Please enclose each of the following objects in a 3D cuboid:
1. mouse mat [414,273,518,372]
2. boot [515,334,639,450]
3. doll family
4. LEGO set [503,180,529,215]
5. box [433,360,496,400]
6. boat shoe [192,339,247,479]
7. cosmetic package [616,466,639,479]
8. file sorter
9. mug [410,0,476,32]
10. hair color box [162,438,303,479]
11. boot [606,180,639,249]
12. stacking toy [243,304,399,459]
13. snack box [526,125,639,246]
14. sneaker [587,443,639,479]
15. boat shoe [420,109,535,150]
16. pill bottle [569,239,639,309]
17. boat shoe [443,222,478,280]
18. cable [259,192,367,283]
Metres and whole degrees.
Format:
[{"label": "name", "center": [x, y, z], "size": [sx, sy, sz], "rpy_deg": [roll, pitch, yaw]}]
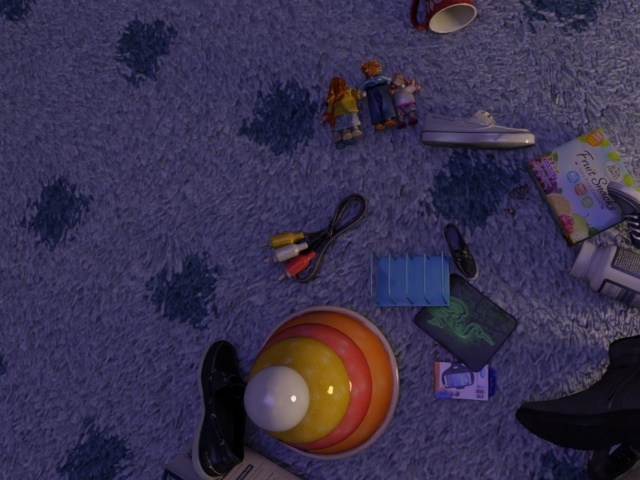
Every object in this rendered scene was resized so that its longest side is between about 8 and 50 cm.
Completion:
[{"label": "mouse mat", "center": [0.326, 0.184, 1.490], "size": [0.189, 0.007, 0.153], "rpy_deg": [39, 88, 23]}, {"label": "boot", "center": [0.583, 0.307, 1.355], "size": [0.338, 0.118, 0.223], "rpy_deg": [-10, 41, 44]}, {"label": "doll family", "center": [0.108, -0.340, 1.582], "size": [0.262, 0.118, 0.163], "rpy_deg": [-16, 78, 13]}, {"label": "LEGO set", "center": [0.449, -0.099, 1.503], "size": [0.054, 0.023, 0.083], "rpy_deg": [9, 84, 16]}, {"label": "box", "center": [0.322, 0.314, 1.475], "size": [0.136, 0.028, 0.081], "rpy_deg": [-1, 81, 17]}, {"label": "boat shoe", "center": [-0.211, 0.365, 1.505], "size": [0.113, 0.127, 0.340], "rpy_deg": [-26, 38, 25]}, {"label": "cosmetic package", "center": [0.673, 0.581, 1.076], "size": [0.393, 0.327, 0.330], "rpy_deg": [-20, 82, 58]}, {"label": "file sorter", "center": [0.202, 0.084, 1.494], "size": [0.170, 0.104, 0.118], "rpy_deg": [-2, 75, 15]}, {"label": "mug", "center": [0.279, -0.597, 1.581], "size": [0.150, 0.113, 0.169], "rpy_deg": [-14, 75, 11]}, {"label": "hair color box", "center": [-0.168, 0.578, 1.485], "size": [0.347, 0.174, 0.105], "rpy_deg": [26, 119, 17]}, {"label": "boot", "center": [0.651, -0.038, 1.349], "size": [0.190, 0.069, 0.086], "rpy_deg": [33, 94, -2]}, {"label": "stacking toy", "center": [-0.044, 0.297, 1.342], "size": [0.350, 0.480, 0.351], "rpy_deg": [-3, 81, 16]}, {"label": "snack box", "center": [0.579, -0.117, 1.445], "size": [0.174, 0.070, 0.207], "rpy_deg": [-26, 78, 9]}, {"label": "sneaker", "center": [0.634, 0.404, 1.329], "size": [0.078, 0.106, 0.234], "rpy_deg": [44, 94, 6]}, {"label": "boat shoe", "center": [0.360, -0.257, 1.514], "size": [0.258, 0.095, 0.084], "rpy_deg": [6, 88, 15]}, {"label": "pill bottle", "center": [0.626, 0.069, 1.385], "size": [0.180, 0.108, 0.108], "rpy_deg": [24, 89, 17]}, {"label": "boat shoe", "center": [0.318, 0.025, 1.511], "size": [0.049, 0.040, 0.142], "rpy_deg": [-26, 76, 10]}, {"label": "cable", "center": [0.000, 0.000, 1.587], "size": [0.287, 0.072, 0.140], "rpy_deg": [-31, 81, 9]}]
